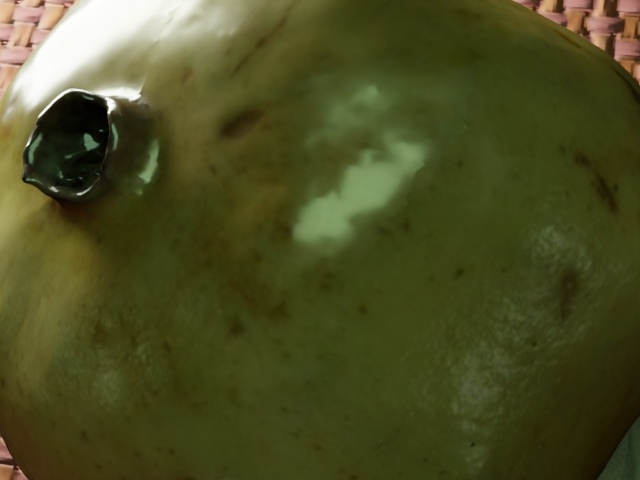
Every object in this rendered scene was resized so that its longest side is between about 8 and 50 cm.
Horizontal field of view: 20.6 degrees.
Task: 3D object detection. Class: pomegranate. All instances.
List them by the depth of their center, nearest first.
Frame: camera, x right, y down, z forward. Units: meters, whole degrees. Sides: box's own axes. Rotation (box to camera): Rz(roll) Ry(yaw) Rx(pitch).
[{"bbox_3d":[0.000,0.000,0.798,0.333,0.332,0.332,-2,60,4],"label":"pomegranate"}]

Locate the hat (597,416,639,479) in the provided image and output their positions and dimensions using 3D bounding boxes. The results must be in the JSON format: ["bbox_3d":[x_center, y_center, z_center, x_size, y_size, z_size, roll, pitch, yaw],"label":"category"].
[{"bbox_3d":[0.223,0.180,0.806,0.219,0.164,0.226,-30,101,5],"label":"hat"}]
